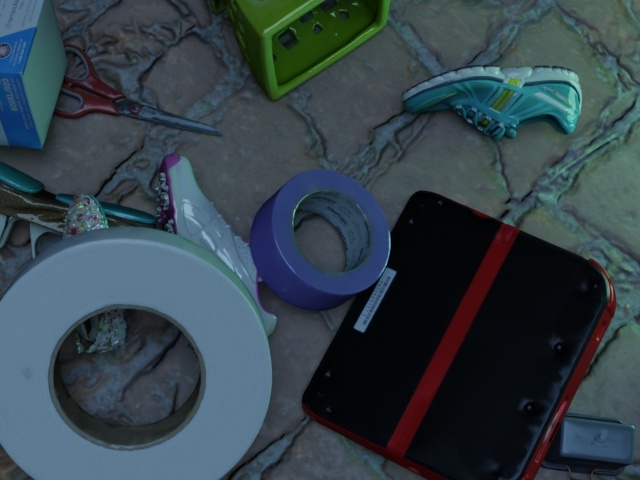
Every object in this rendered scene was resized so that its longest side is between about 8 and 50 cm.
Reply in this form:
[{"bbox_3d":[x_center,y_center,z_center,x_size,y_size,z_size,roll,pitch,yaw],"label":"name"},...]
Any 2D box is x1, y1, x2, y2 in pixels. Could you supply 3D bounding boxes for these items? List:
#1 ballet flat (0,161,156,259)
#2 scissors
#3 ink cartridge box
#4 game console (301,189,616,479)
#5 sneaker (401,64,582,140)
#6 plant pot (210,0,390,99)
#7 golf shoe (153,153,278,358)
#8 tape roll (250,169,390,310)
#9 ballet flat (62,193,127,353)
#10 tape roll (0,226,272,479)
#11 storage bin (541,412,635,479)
[{"bbox_3d":[-0.405,-0.030,1.721,0.342,0.116,0.124,20,97,-3],"label":"ballet flat"},{"bbox_3d":[-0.299,-0.192,1.798,0.297,0.021,0.109,30,75,2],"label":"scissors"},{"bbox_3d":[-0.499,-0.253,1.687,0.232,0.168,0.171,5,58,3],"label":"ink cartridge box"},{"bbox_3d":[0.203,0.148,1.709,0.342,0.060,0.386,24,75,21],"label":"game console"},{"bbox_3d":[0.260,-0.205,1.800,0.275,0.107,0.110,-1,87,-4],"label":"sneaker"},{"bbox_3d":[-0.047,-0.378,1.756,0.228,0.227,0.207,-36,76,-10],"label":"plant pot"},{"bbox_3d":[-0.153,0.018,1.725,0.140,0.115,0.306,-13,86,-17],"label":"golf shoe"},{"bbox_3d":[0.000,0.000,1.708,0.189,0.080,0.189,10,66,-24],"label":"tape roll"},{"bbox_3d":[-0.319,0.056,1.649,0.077,0.091,0.241,-30,123,-39],"label":"ballet flat"},{"bbox_3d":[-0.260,0.174,1.610,0.392,0.072,0.392,-1,105,-4],"label":"tape roll"},{"bbox_3d":[0.381,0.293,1.703,0.135,0.091,0.098,7,78,-2],"label":"storage bin"}]
